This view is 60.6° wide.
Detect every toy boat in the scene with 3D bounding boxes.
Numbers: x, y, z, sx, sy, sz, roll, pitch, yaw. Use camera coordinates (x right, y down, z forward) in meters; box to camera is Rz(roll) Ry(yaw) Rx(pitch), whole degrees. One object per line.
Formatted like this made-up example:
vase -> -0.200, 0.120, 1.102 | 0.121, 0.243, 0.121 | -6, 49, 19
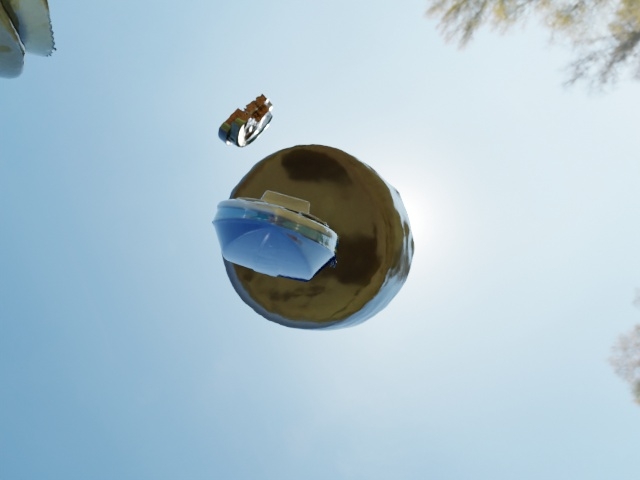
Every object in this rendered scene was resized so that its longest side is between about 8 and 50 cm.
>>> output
toy boat -> -0.042, -0.008, 0.549 | 0.129, 0.295, 0.088 | 16, -94, -3

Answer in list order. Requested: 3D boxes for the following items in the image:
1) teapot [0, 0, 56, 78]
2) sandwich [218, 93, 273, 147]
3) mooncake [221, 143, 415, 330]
teapot -> -0.254, -0.065, 0.234 | 0.183, 0.183, 0.251 | 46, -116, -9
sandwich -> -0.097, -0.157, 0.738 | 0.029, 0.067, 0.135 | 38, -147, 0
mooncake -> 0.000, 0.000, 0.856 | 0.155, 0.285, 0.284 | 22, -136, -67
